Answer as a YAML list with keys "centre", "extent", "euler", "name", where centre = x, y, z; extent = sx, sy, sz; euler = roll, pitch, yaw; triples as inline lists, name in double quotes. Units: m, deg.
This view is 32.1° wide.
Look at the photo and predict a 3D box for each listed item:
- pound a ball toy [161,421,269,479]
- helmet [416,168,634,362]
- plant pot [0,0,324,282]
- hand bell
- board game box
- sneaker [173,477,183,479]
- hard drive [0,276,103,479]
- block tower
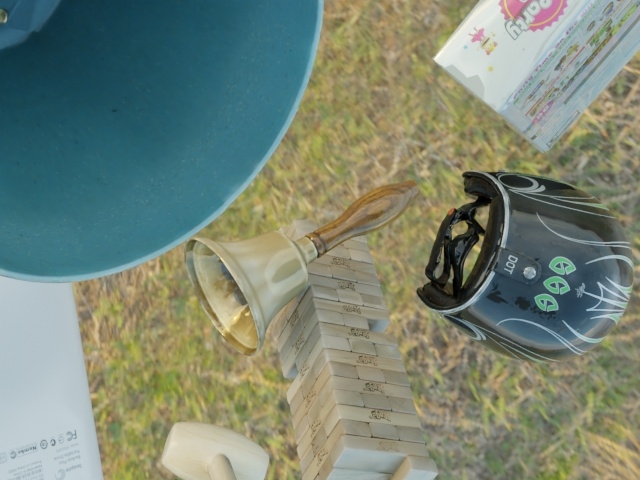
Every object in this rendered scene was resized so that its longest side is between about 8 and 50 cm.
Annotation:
- centre: [-0.131, 0.225, 0.677]
  extent: [0.135, 0.319, 0.208]
  euler: [20, 90, 0]
  name: "pound a ball toy"
- centre: [0.179, 0.024, 0.930]
  extent: [0.161, 0.169, 0.169]
  euler: [19, 107, -23]
  name: "helmet"
- centre: [-0.171, -0.146, 0.689]
  extent: [0.290, 0.195, 0.290]
  euler: [-26, 134, -30]
  name: "plant pot"
- centre: [0.000, 0.000, 1.094]
  extent: [0.242, 0.126, 0.126]
  euler: [-30, 119, -25]
  name: "hand bell"
- centre: [0.264, -0.226, 1.228]
  extent: [0.097, 0.303, 0.224]
  euler: [43, 100, 17]
  name: "board game box"
- centre: [-0.169, 0.309, 1.364]
  extent: [0.224, 0.083, 0.098]
  euler: [49, 54, -62]
  name: "sneaker"
- centre: [-0.327, 0.146, 1.109]
  extent: [0.047, 0.233, 0.353]
  euler: [-9, 90, 32]
  name: "hard drive"
- centre: [0.018, 0.116, 1.117]
  extent: [0.097, 0.335, 0.091]
  euler: [11, 129, -25]
  name: "block tower"
